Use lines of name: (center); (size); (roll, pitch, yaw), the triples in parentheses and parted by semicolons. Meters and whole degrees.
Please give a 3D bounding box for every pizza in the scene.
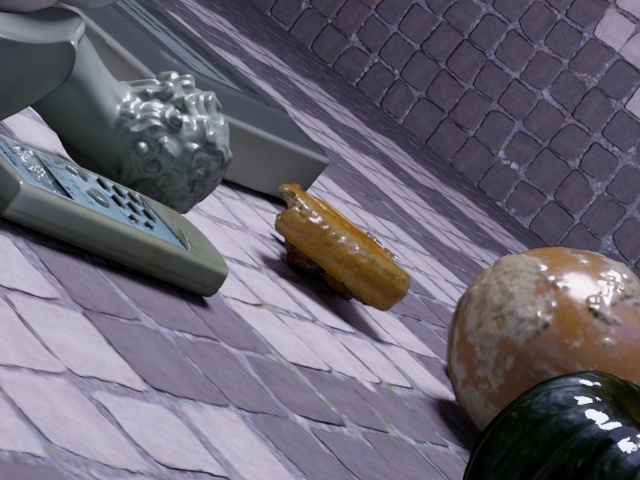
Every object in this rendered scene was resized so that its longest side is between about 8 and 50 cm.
pizza: (0.000, 0.002, 1.546); (0.154, 0.069, 0.194); (34, 3, -13)

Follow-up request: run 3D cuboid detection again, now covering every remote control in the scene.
remote control: (-0.162, -0.020, 1.150); (0.233, 0.038, 0.098); (24, 15, -49)

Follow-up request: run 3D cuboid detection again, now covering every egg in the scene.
egg: (0.215, 0.113, 1.392); (0.203, 0.203, 0.245); (27, 19, -44)

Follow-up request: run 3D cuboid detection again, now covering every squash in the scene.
squash: (0.202, 0.183, 1.065); (0.218, 0.172, 0.218); (30, -9, 6)

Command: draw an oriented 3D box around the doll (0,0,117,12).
doll: (-0.328, -0.313, 1.334); (0.366, 0.187, 0.376); (27, -14, -23)

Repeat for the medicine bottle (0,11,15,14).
medicine bottle: (-0.291, -0.181, 1.405); (0.058, 0.057, 0.199); (31, 10, -30)

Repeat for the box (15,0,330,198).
box: (-0.191, -0.197, 1.740); (0.367, 0.090, 0.373); (42, 12, 24)

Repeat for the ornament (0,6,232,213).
ornament: (-0.188, -0.110, 1.241); (0.285, 0.120, 0.130); (27, 15, -40)
